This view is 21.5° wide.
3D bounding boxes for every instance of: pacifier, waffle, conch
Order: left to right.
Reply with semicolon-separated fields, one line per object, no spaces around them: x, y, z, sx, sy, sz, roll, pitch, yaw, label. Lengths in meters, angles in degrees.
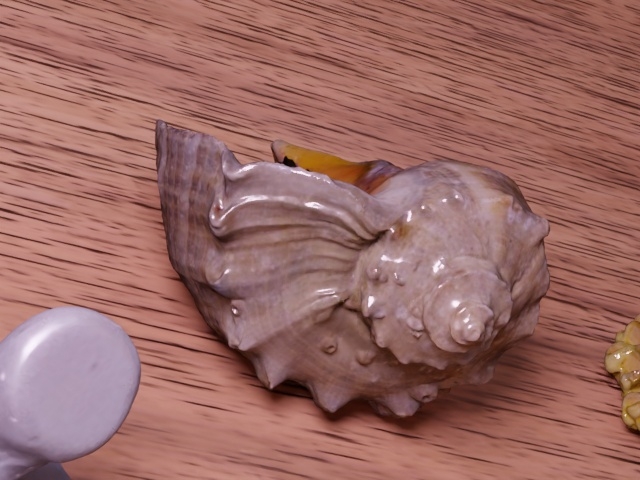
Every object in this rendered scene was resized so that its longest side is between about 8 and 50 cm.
-0.203;0.107;1.008;0.279;0.207;0.227;38;23;-36;pacifier
-0.005;0.017;1.287;0.297;0.210;0.352;24;-9;-34;conch
0.331;0.152;1.480;0.192;0.046;0.160;36;34;2;waffle
